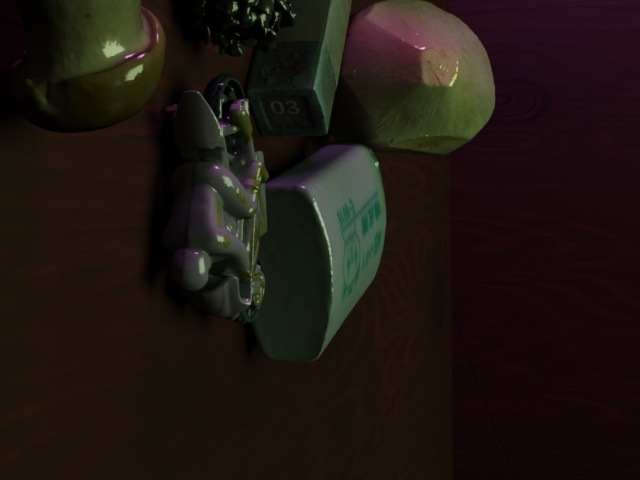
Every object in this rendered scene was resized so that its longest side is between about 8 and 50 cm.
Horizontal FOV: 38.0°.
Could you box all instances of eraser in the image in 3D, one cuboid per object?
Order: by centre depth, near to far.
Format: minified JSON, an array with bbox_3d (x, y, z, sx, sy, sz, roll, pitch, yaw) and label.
[{"bbox_3d":[0.000,0.000,1.055,0.290,0.104,0.189,-46,139,-69],"label":"eraser"}]

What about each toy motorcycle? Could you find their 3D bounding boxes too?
[{"bbox_3d":[-0.087,-0.019,0.772,0.152,0.073,0.225,-50,139,-64],"label":"toy motorcycle"}]

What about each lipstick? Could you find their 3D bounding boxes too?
[{"bbox_3d":[-0.009,-0.284,1.066,0.076,0.079,0.371,70,24,-53],"label":"lipstick"}]

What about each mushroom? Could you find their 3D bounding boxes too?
[{"bbox_3d":[-0.147,-0.210,0.450,0.128,0.128,0.350,-74,163,-47],"label":"mushroom"}]

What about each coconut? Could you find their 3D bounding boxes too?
[{"bbox_3d":[0.111,-0.209,1.204,0.237,0.237,0.197,20,74,-75],"label":"coconut"}]

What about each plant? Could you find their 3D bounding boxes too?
[{"bbox_3d":[-0.072,-0.231,0.798,0.092,0.094,0.143,4,81,-86],"label":"plant"}]
